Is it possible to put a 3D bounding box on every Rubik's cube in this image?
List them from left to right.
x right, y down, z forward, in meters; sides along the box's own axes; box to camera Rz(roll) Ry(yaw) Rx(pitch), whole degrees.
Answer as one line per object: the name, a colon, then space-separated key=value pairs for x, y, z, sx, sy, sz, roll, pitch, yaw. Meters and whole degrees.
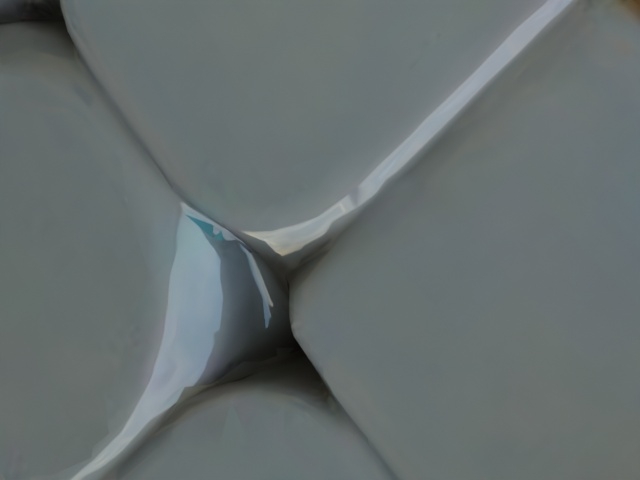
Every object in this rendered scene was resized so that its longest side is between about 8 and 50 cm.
Rubik's cube: x=0.000 y=0.000 z=0.530 sx=0.290 sy=0.291 sz=0.292 roll=-44 pitch=163 yaw=24
